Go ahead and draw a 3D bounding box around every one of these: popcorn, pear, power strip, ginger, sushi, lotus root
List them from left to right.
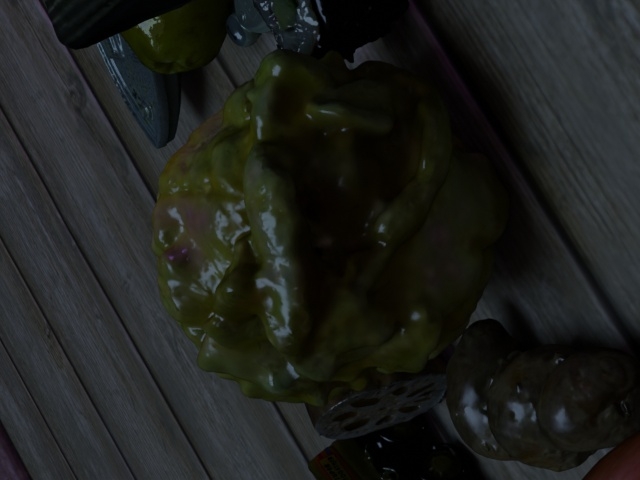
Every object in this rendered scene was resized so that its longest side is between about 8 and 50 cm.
[{"bbox_3d":[-0.121,-0.200,1.355,0.107,0.107,0.131,147,118,-67],"label":"pear"},{"bbox_3d":[-0.046,-0.185,1.311,0.055,0.035,0.083,56,143,17],"label":"power strip"},{"bbox_3d":[0.000,0.000,1.121,0.259,0.259,0.212,132,153,-66],"label":"popcorn"},{"bbox_3d":[0.009,-0.164,1.137,0.098,0.084,0.094,60,154,-4],"label":"sushi"},{"bbox_3d":[0.035,0.105,1.325,0.081,0.112,0.122,63,159,18],"label":"lotus root"},{"bbox_3d":[0.150,0.107,1.126,0.204,0.080,0.104,1,110,67],"label":"ginger"}]

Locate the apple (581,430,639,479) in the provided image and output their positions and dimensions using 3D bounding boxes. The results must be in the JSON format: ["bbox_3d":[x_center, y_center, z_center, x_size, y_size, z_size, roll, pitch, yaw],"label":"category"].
[{"bbox_3d":[0.226,0.179,0.898,0.210,0.173,0.235,28,155,-19],"label":"apple"}]

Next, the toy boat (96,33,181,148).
[{"bbox_3d":[-0.192,-0.230,1.483,0.141,0.092,0.320,17,130,62],"label":"toy boat"}]

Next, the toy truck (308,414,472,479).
[{"bbox_3d":[0.092,0.256,1.352,0.257,0.127,0.127,40,146,38],"label":"toy truck"}]

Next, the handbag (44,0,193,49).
[{"bbox_3d":[-0.051,-0.280,0.930,0.340,0.247,0.240,-24,93,54],"label":"handbag"}]
